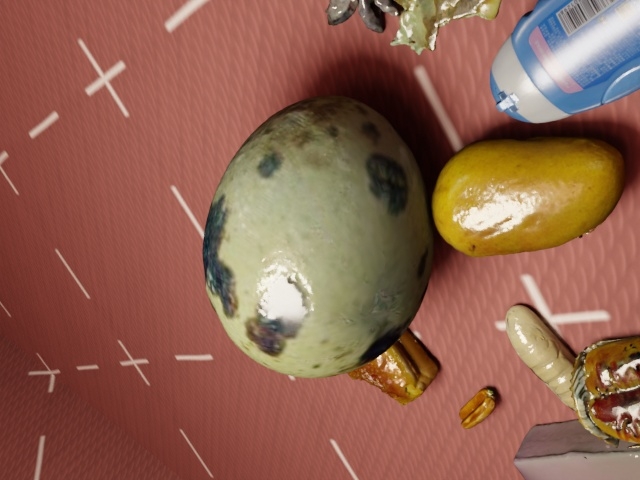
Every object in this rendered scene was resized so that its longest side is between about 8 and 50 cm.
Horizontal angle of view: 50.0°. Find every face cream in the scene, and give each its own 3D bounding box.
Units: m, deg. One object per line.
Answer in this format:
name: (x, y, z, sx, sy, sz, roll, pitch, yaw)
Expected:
face cream: (0.301, -0.221, 0.775, 0.149, 0.083, 0.264, 52, 140, -3)

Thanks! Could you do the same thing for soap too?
soap: (0.504, 0.422, 1.089, 0.285, 0.107, 0.296, -25, 103, 49)

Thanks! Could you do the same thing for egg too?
egg: (0.000, 0.000, 1.023, 0.345, 0.345, 0.428, 28, 121, 23)

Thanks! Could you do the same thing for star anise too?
star anise: (0.057, -0.359, 0.903, 0.204, 0.061, 0.181, -3, 118, 44)

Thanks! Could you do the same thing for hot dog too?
hot dog: (0.472, 0.204, 0.931, 0.270, 0.081, 0.163, -15, 73, 46)
hot dog: (0.287, 0.307, 1.245, 0.037, 0.049, 0.122, 9, 144, -10)

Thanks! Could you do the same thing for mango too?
mango: (0.267, -0.060, 0.904, 0.262, 0.130, 0.167, -6, 112, 38)

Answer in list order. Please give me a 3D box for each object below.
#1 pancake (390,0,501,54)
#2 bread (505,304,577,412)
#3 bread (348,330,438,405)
pancake: (0.081, -0.426, 0.775, 0.427, 0.067, 0.305, 51, 141, 11)
bread: (0.361, 0.196, 1.080, 0.214, 0.053, 0.073, 49, 144, -1)
bread: (0.042, 0.161, 1.299, 0.380, 0.109, 0.185, 47, 140, -1)
